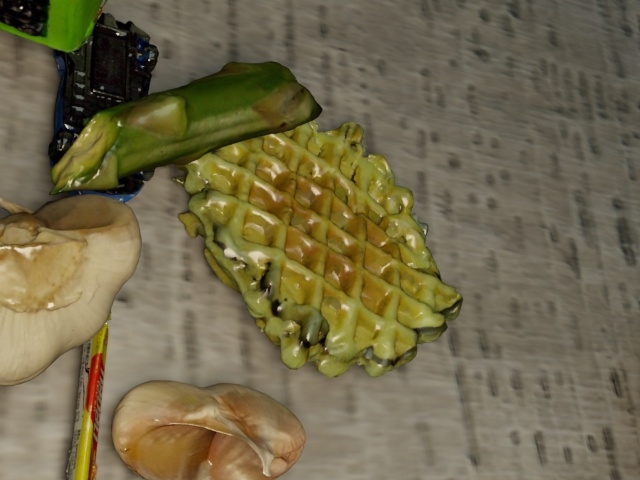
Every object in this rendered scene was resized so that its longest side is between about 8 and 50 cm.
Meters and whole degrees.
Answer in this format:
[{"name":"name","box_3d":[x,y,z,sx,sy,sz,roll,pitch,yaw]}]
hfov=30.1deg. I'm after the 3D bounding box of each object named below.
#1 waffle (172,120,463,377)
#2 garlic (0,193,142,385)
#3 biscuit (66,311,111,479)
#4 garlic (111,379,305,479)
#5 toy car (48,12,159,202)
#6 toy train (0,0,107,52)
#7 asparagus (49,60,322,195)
[{"name":"waffle","box_3d":[0.000,0.000,1.236,0.297,0.073,0.317,-14,65,-45]},{"name":"garlic","box_3d":[-0.257,0.042,0.994,0.230,0.178,0.142,-20,107,-23]},{"name":"biscuit","box_3d":[-0.201,0.181,1.002,0.026,0.048,0.291,1,59,-2]},{"name":"garlic","box_3d":[-0.098,0.175,1.049,0.175,0.099,0.124,18,40,-25]},{"name":"toy car","box_3d":[-0.217,-0.126,1.163,0.103,0.063,0.216,13,63,-29]},{"name":"toy train","box_3d":[-0.314,-0.332,1.122,0.307,0.173,0.248,19,56,-2]},{"name":"asparagus","box_3d":[-0.126,-0.113,1.134,0.343,0.082,0.085,-20,119,-45]}]
